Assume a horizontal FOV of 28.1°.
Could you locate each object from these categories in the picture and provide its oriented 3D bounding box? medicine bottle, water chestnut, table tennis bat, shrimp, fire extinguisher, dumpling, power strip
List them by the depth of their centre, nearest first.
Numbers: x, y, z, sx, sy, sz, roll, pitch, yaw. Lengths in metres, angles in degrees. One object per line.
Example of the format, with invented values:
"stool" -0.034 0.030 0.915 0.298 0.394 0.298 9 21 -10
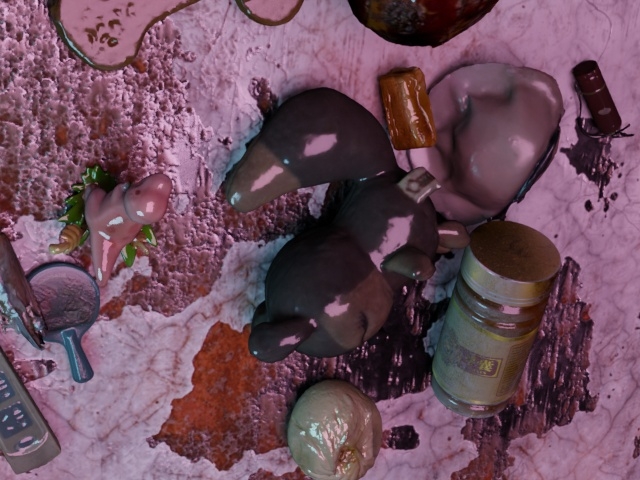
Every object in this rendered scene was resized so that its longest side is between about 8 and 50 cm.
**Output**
"water chestnut" 0.121 -0.438 1.781 0.302 0.350 0.350 6 109 -4
"shrimp" -0.508 0.053 1.835 0.164 0.062 0.317 -33 113 -3
"power strip" -0.481 0.233 1.929 0.080 0.048 0.286 -28 117 -12
"table tennis bat" -0.384 0.126 1.937 0.124 0.033 0.201 -18 112 -11
"dumpling" 0.267 -0.147 2.036 0.204 0.163 0.293 21 117 -34
"medicine bottle" 0.280 0.136 2.105 0.151 0.151 0.322 -7 133 -21
"fire extinguisher" 0.465 -0.225 2.157 0.078 0.045 0.157 -21 122 17

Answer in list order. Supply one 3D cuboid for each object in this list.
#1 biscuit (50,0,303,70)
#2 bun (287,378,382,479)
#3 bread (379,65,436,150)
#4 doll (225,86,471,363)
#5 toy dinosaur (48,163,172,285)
"biscuit" -0.213 -0.428 1.771 0.394 0.076 0.368 -27 118 -8
"bun" 0.029 0.329 2.147 0.164 0.111 0.188 -1 107 -26
"bread" 0.136 -0.204 1.993 0.053 0.074 0.132 -24 103 -42
"doll" -0.008 -0.001 1.977 0.382 0.252 0.378 -38 88 -8
"toy dinosaur" -0.274 -0.022 1.840 0.152 0.177 0.194 37 95 -29
